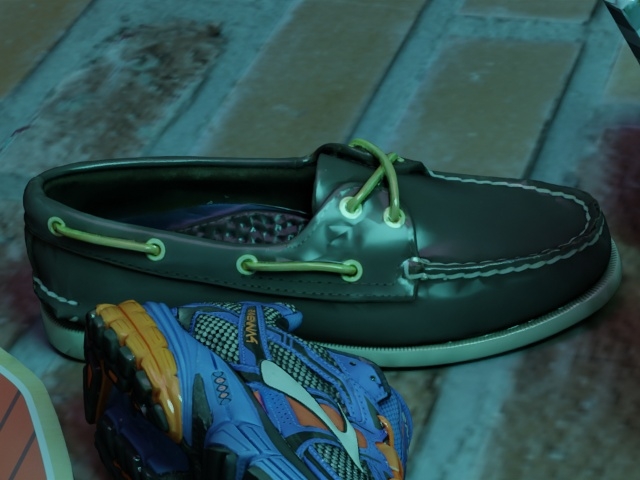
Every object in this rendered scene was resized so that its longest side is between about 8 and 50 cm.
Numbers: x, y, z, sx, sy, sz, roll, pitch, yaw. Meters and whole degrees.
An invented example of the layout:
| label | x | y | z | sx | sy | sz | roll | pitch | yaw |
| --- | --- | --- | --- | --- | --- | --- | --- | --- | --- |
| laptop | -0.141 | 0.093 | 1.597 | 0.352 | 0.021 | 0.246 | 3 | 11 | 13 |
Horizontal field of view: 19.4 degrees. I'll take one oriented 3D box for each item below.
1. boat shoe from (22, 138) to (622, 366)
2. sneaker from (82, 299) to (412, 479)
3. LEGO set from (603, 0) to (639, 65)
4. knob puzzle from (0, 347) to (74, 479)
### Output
| label | x | y | z | sx | sy | sz | roll | pitch | yaw |
| --- | --- | --- | --- | --- | --- | --- | --- | --- | --- |
| boat shoe | 0.000 | 0.000 | 0.710 | 0.227 | 0.069 | 0.081 | -4 | 35 | 6 |
| sneaker | 0.001 | 0.076 | 0.598 | 0.087 | 0.083 | 0.221 | -16 | 38 | -25 |
| LEGO set | 0.236 | -0.046 | 0.497 | 0.255 | 0.192 | 0.331 | -35 | 32 | 3 |
| knob puzzle | -0.179 | 0.080 | 0.669 | 0.213 | 0.030 | 0.213 | -6 | 35 | 4 |
